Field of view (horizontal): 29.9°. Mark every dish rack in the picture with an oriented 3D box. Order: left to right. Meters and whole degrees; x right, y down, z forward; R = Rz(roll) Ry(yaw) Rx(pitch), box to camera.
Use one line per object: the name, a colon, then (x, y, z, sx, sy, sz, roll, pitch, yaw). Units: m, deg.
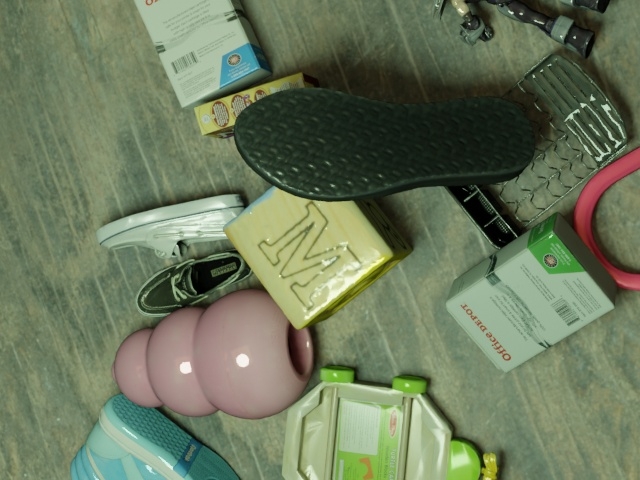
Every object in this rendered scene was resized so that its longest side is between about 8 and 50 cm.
dish rack: (0.320, -0.142, 1.832, 0.271, 0.074, 0.208, -41, 83, 21)

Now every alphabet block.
alphabet block: (0.000, 0.000, 1.866, 0.193, 0.192, 0.197, -39, 82, 13)

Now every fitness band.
fitness band: (0.526, -0.047, 1.811, 0.291, 0.054, 0.209, -30, 82, 12)

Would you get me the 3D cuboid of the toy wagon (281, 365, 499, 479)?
toy wagon: (0.112, 0.347, 1.911, 0.344, 0.068, 0.267, 6, 93, 12)

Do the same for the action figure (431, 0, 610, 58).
action figure: (0.291, -0.376, 1.837, 0.285, 0.099, 0.185, 25, 104, 15)

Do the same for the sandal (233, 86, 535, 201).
sandal: (0.091, -0.123, 1.739, 0.446, 0.107, 0.167, 0, 69, -15)

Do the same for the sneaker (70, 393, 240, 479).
sneaker: (-0.273, 0.421, 1.985, 0.319, 0.127, 0.208, 41, 111, 3)

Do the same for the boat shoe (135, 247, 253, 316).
boat shoe: (-0.216, 0.067, 1.979, 0.219, 0.070, 0.078, -25, 86, 13)

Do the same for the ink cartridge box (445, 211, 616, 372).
ink cartridge box: (0.315, 0.080, 1.802, 0.208, 0.087, 0.153, -35, 101, 27)

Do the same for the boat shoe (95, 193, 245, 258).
boat shoe: (-0.246, -0.010, 1.972, 0.258, 0.095, 0.084, -13, 84, 15)

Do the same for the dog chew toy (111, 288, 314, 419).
dog chew toy: (-0.182, 0.191, 1.917, 0.332, 0.206, 0.206, -10, 89, 22)

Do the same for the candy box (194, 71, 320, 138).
candy box: (-0.097, -0.215, 1.923, 0.187, 0.109, 0.053, -18, 88, 13)

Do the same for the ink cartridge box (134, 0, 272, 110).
ink cartridge box: (-0.191, -0.334, 1.953, 0.148, 0.086, 0.203, -25, 85, 13)
